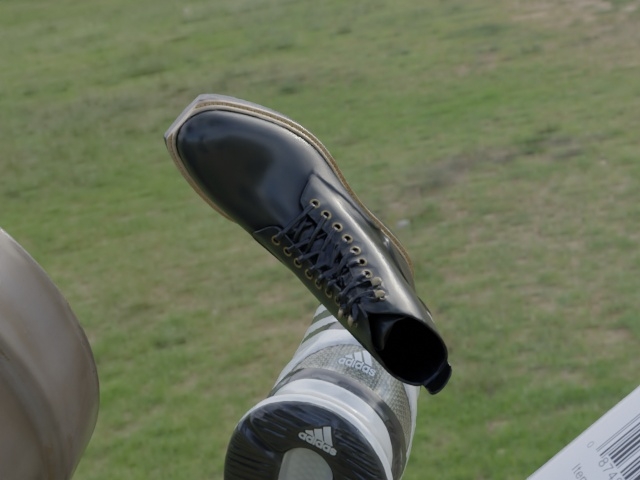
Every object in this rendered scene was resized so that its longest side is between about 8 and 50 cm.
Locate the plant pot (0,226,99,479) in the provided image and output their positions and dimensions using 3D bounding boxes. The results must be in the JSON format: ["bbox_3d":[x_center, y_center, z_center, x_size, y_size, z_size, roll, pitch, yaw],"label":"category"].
[{"bbox_3d":[-0.313,0.146,0.650,0.323,0.323,0.280,-6,38,17],"label":"plant pot"}]

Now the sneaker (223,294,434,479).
[{"bbox_3d":[0.006,0.212,1.064,0.169,0.447,0.257,28,44,7],"label":"sneaker"}]

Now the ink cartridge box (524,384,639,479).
[{"bbox_3d":[0.175,0.093,0.373,0.219,0.092,0.160,-42,33,10],"label":"ink cartridge box"}]

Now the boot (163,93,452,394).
[{"bbox_3d":[0.000,0.000,0.730,0.077,0.198,0.137,-49,27,13],"label":"boot"}]
